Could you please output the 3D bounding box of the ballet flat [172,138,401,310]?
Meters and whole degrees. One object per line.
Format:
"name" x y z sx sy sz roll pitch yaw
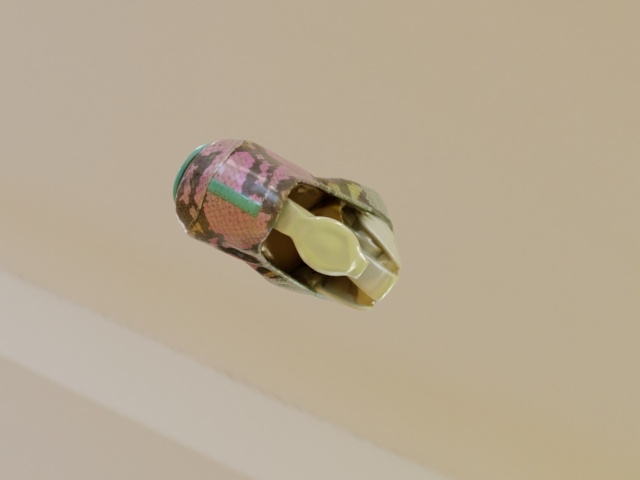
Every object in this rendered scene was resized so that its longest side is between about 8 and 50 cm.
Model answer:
"ballet flat" 0.000 0.000 0.804 0.079 0.221 0.077 34 -85 27
